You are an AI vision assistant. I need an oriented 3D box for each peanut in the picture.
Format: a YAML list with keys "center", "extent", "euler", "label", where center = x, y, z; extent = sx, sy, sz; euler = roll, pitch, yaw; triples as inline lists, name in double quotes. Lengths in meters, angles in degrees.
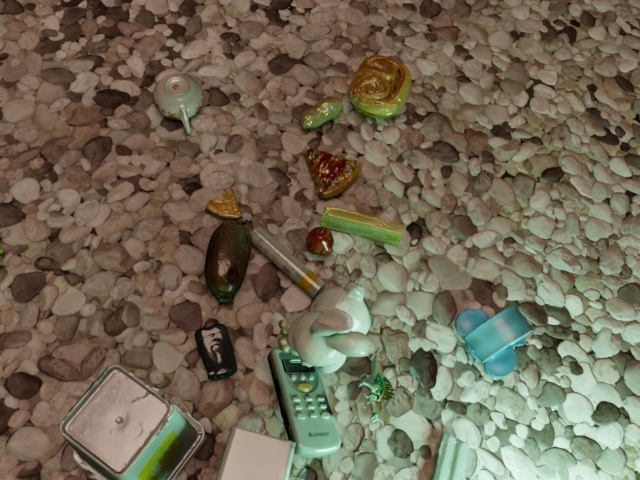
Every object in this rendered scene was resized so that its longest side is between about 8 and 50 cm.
- center: [0.001, -0.424, 2.069]
  extent: [0.174, 0.080, 0.080]
  euler: [-36, 73, -24]
  label: "peanut"

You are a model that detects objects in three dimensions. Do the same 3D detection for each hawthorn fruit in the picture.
- center: [0.000, 0.000, 1.849]
  extent: [0.093, 0.093, 0.093]
  euler: [3, 63, -6]
  label: "hawthorn fruit"

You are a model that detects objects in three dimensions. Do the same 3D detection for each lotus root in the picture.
- center: [-0.264, 0.052, 1.767]
  extent: [0.122, 0.124, 0.241]
  euler: [11, 60, -4]
  label: "lotus root"

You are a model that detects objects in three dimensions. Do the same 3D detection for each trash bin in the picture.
- center: [-0.446, 0.425, 1.417]
  extent: [0.296, 0.368, 0.256]
  euler: [34, 65, 11]
  label: "trash bin"

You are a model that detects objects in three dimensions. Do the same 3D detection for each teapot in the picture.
- center: [-0.457, -0.456, 2.022]
  extent: [0.159, 0.116, 0.246]
  euler: [-5, 69, -22]
  label: "teapot"

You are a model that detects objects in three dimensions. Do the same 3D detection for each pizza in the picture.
- center: [-0.282, -0.110, 1.904]
  extent: [0.122, 0.026, 0.109]
  euler: [16, 60, 3]
  label: "pizza"
- center: [0.018, -0.235, 1.987]
  extent: [0.199, 0.062, 0.188]
  euler: [39, 63, 13]
  label: "pizza"

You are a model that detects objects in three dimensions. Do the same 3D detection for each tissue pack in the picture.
- center: [-0.154, 0.541, 1.466]
  extent: [0.159, 0.246, 0.136]
  euler: [14, 62, 0]
  label: "tissue pack"

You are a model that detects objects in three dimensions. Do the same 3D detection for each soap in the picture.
- center: [0.125, -0.044, 1.886]
  extent: [0.251, 0.092, 0.037]
  euler: [15, 64, 0]
  label: "soap"

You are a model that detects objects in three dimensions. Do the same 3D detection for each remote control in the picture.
- center: [-0.045, 0.408, 1.602]
  extent: [0.140, 0.056, 0.296]
  euler: [7, 46, -31]
  label: "remote control"

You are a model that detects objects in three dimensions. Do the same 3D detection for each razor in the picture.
- center: [-0.278, 0.299, 1.679]
  extent: [0.090, 0.054, 0.148]
  euler: [-16, 67, -15]
  label: "razor"

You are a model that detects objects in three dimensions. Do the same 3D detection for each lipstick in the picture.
- center: [-0.100, 0.062, 1.821]
  extent: [0.264, 0.059, 0.059]
  euler: [40, 65, 13]
  label: "lipstick"

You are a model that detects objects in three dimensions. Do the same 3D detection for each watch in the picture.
- center: [0.493, 0.255, 1.725]
  extent: [0.210, 0.193, 0.211]
  euler: [3, 65, -6]
  label: "watch"

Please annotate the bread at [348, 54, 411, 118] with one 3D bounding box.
- center: [0.204, -0.516, 2.120]
  extent: [0.198, 0.120, 0.236]
  euler: [22, 63, 5]
  label: "bread"

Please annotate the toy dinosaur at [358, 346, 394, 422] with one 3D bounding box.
- center: [0.157, 0.394, 1.702]
  extent: [0.106, 0.044, 0.187]
  euler: [37, 51, -3]
  label: "toy dinosaur"

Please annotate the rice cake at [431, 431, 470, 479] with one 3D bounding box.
- center: [0.324, 0.614, 1.606]
  extent: [0.085, 0.040, 0.226]
  euler: [18, 62, 3]
  label: "rice cake"

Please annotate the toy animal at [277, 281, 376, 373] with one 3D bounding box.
- center: [0.028, 0.233, 1.625]
  extent: [0.247, 0.310, 0.183]
  euler: [-33, 90, 23]
  label: "toy animal"

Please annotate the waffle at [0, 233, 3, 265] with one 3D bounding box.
- center: [-1.008, 0.036, 1.719]
  extent: [0.248, 0.056, 0.253]
  euler: [-16, 68, -15]
  label: "waffle"
